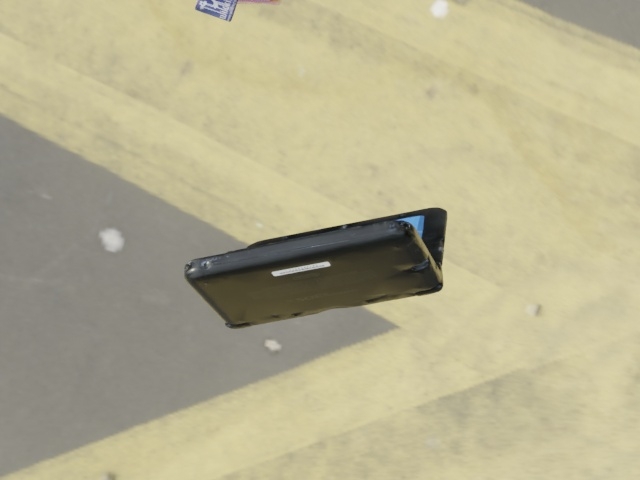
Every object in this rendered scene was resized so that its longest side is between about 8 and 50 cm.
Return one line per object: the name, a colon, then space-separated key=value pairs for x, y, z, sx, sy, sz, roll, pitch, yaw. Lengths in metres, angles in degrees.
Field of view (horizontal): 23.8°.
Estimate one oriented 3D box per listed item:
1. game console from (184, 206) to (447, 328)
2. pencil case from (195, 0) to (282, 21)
game console: x=0.000 y=0.000 z=0.809 sx=0.122 sy=0.107 sz=0.071 roll=-12 pitch=61 yaw=14
pencil case: x=-0.044 y=-0.296 z=1.015 sx=0.124 sy=0.124 sz=0.284 roll=25 pitch=106 yaw=26
